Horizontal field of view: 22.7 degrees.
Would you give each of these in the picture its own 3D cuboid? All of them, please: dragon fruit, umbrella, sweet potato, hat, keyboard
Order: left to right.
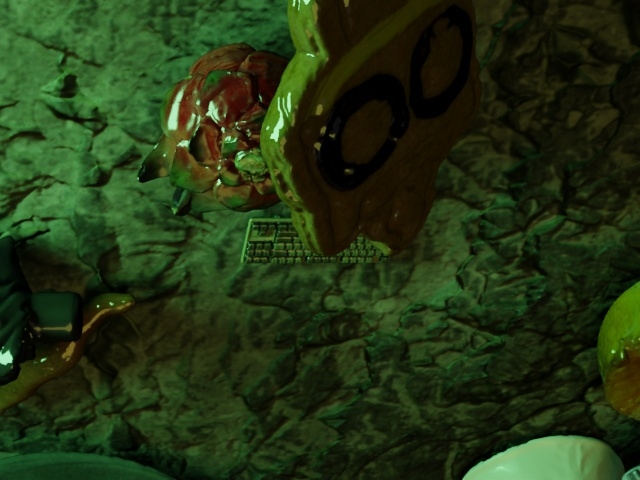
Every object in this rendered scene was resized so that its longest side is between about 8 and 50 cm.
[{"bbox_3d":[-0.318,0.059,1.218,0.272,0.122,0.110,-4,116,0],"label":"umbrella"},{"bbox_3d":[-0.224,0.097,1.343,0.044,0.044,0.179,28,124,-38],"label":"sweet potato"},{"bbox_3d":[-0.052,-0.075,1.151,0.130,0.121,0.142,44,146,-10],"label":"dragon fruit"},{"bbox_3d":[0.000,0.000,1.320,0.129,0.015,0.049,1,136,-17],"label":"keyboard"},{"bbox_3d":[0.239,0.304,1.642,0.203,0.126,0.203,-7,138,-7],"label":"hat"}]

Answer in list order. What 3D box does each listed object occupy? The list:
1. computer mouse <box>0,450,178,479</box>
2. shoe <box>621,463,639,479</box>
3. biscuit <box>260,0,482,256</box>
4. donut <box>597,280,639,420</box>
[{"bbox_3d":[-0.213,0.295,1.513,0.374,0.114,0.203,24,129,-26],"label":"computer mouse"},{"bbox_3d":[0.369,0.283,1.663,0.095,0.138,0.245,-20,176,20],"label":"shoe"},{"bbox_3d":[0.043,-0.095,1.121,0.208,0.041,0.290,-43,142,-26],"label":"biscuit"},{"bbox_3d":[0.337,0.091,1.477,0.174,0.075,0.190,-20,143,4],"label":"donut"}]
